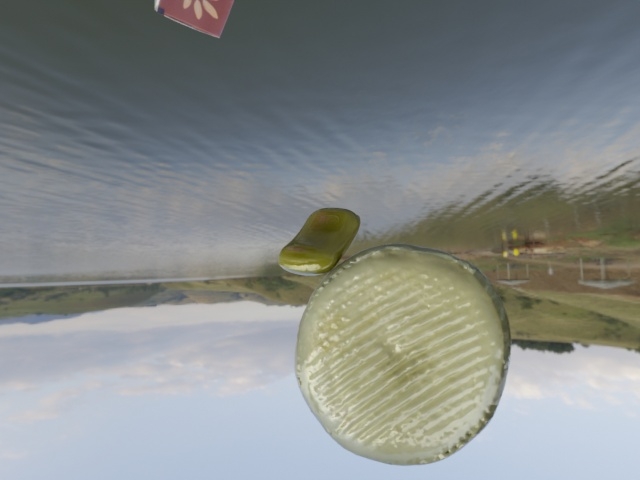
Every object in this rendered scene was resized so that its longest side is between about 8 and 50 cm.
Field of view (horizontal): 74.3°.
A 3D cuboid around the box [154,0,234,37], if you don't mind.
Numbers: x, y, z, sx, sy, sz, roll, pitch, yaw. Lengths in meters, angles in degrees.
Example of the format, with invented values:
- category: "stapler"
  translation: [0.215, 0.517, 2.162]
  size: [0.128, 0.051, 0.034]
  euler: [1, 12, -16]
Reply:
- category: "box"
  translation: [-0.175, -0.623, 0.727]
  size: [0.122, 0.345, 0.385]
  euler: [11, 134, -30]

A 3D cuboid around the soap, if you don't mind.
- category: "soap"
  translation: [0.000, 0.001, 0.593]
  size: [0.088, 0.045, 0.140]
  euler: [2, -142, 33]

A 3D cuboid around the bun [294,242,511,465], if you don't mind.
- category: "bun"
  translation: [0.104, 0.145, 0.572]
  size: [0.287, 0.287, 0.146]
  euler: [-2, 169, 2]
